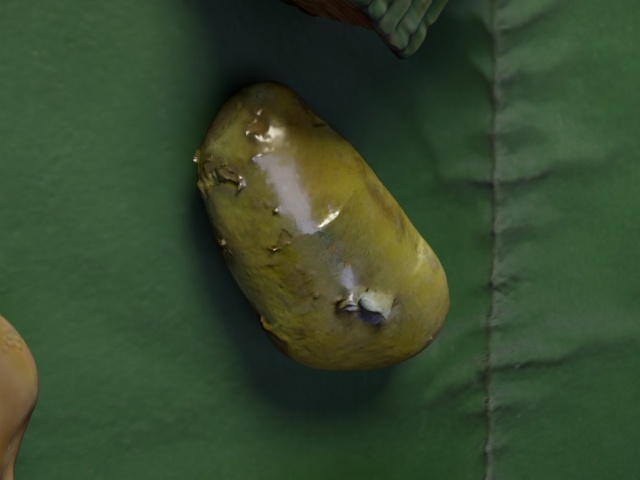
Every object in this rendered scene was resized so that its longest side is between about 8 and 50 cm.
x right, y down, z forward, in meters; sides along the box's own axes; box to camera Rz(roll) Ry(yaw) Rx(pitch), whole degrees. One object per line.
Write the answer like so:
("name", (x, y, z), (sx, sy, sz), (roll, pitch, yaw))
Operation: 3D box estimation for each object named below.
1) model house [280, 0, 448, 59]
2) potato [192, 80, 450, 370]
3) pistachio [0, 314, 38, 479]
("model house", (0.036, -0.189, 0.435), (0.166, 0.172, 0.182), (30, 95, -32))
("potato", (0.000, 0.000, 0.542), (0.105, 0.085, 0.188), (-36, 115, -11))
("pistachio", (-0.254, 0.130, 0.429), (0.293, 0.162, 0.181), (-32, 88, -12))
